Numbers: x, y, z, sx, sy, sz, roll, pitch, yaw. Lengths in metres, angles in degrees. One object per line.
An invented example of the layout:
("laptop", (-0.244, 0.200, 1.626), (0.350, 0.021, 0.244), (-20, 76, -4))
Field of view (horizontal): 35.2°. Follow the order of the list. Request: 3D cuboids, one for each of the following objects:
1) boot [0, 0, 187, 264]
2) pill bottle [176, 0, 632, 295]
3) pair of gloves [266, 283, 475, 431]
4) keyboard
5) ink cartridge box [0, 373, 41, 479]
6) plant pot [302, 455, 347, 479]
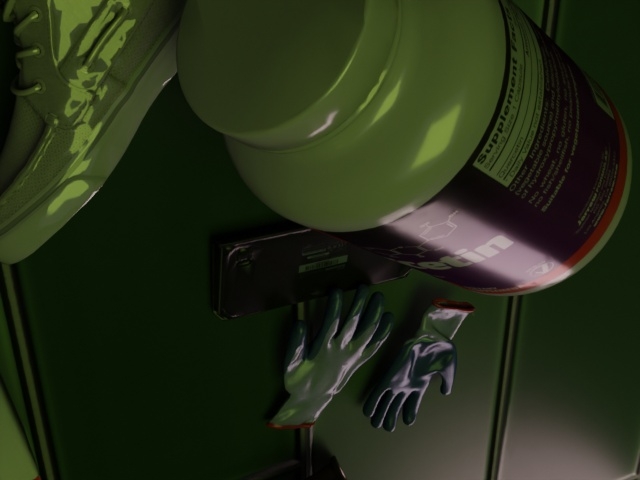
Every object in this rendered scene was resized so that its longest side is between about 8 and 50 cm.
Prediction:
("boot", (-0.156, -0.117, 0.594), (0.123, 0.095, 0.258), (36, 89, -34))
("pill bottle", (0.063, -0.076, 0.634), (0.323, 0.181, 0.181), (20, 108, -53))
("pair of gloves", (0.048, 0.107, 0.882), (0.198, 0.023, 0.159), (5, 124, -33))
("keyboard", (0.000, 0.000, 0.795), (0.180, 0.023, 0.108), (-13, 131, -24))
("ink cartridge box", (-0.336, 0.202, 0.707), (0.275, 0.060, 0.238), (-22, 127, -17))
("plant pot", (-0.024, 0.303, 0.896), (0.165, 0.167, 0.167), (-26, 130, -3))
